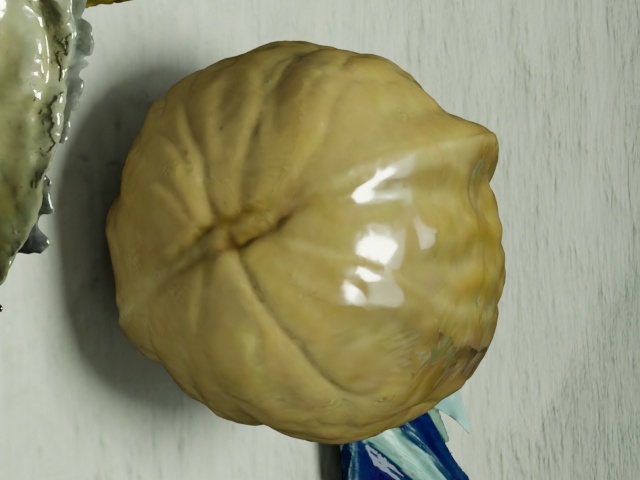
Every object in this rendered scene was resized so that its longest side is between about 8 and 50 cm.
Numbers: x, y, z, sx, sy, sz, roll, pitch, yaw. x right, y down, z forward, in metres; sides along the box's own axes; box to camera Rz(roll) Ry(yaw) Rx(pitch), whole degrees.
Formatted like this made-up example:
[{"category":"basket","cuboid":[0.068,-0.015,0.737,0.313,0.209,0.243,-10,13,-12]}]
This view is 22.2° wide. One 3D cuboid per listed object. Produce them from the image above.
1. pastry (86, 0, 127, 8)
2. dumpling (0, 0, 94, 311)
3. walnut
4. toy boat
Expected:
[{"category":"pastry","cuboid":[-0.118,-0.147,0.692,0.189,0.189,0.103,-27,107,-60]},{"category":"dumpling","cuboid":[-0.174,-0.068,0.590,0.086,0.166,0.332,-25,114,-61]},{"category":"walnut","cuboid":[0.000,0.000,0.895,0.261,0.225,0.225,-6,96,-68]},{"category":"toy boat","cuboid":[0.083,0.106,1.212,0.291,0.070,0.210,-57,141,-51]}]
